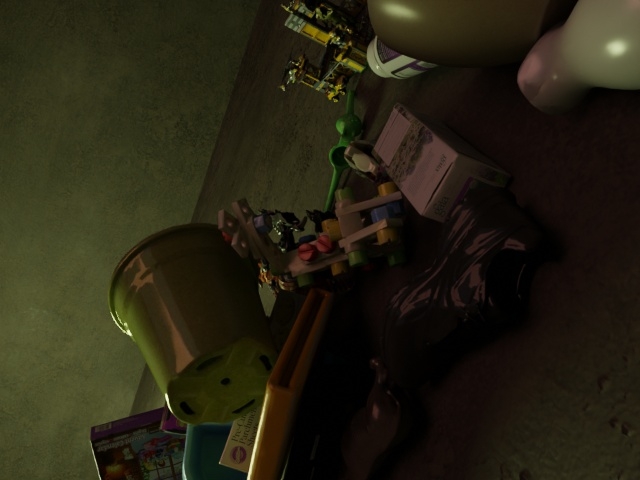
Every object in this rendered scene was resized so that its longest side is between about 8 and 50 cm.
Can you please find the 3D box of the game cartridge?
[{"bbox_3d":[-0.057,0.278,0.910,0.285,0.052,0.324,-62,-11,-65],"label":"game cartridge"}]

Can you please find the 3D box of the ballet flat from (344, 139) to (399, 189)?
[{"bbox_3d":[0.090,-0.148,1.041,0.077,0.079,0.221,-68,23,13],"label":"ballet flat"}]

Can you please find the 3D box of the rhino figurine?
[{"bbox_3d":[0.064,0.285,0.806,0.106,0.073,0.243,-98,25,-53],"label":"rhino figurine"}]

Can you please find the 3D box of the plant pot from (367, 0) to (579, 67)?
[{"bbox_3d":[0.222,-0.328,0.680,0.191,0.284,0.284,39,115,28],"label":"plant pot"}]

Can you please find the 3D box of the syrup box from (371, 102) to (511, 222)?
[{"bbox_3d":[0.165,-0.113,0.821,0.093,0.096,0.237,-64,25,22],"label":"syrup box"}]

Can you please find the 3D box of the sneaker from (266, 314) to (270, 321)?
[{"bbox_3d":[-0.086,0.230,1.182,0.234,0.078,0.106,24,94,65],"label":"sneaker"}]

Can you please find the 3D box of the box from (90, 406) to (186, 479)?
[{"bbox_3d":[-0.320,0.459,1.211,0.057,0.293,0.201,-147,47,-67],"label":"box"}]

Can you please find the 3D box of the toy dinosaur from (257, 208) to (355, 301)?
[{"bbox_3d":[-0.035,0.049,1.157,0.321,0.164,0.219,10,99,33],"label":"toy dinosaur"}]

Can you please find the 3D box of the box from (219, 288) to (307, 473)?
[{"bbox_3d":[-0.093,0.248,1.018,0.063,0.067,0.324,91,-163,-67],"label":"box"}]

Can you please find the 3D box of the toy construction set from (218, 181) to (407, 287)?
[{"bbox_3d":[0.000,0.000,0.920,0.327,0.215,0.151,-3,83,25],"label":"toy construction set"}]

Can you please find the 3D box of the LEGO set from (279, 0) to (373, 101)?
[{"bbox_3d":[0.006,-0.514,1.323,0.255,0.192,0.332,-17,56,64],"label":"LEGO set"}]

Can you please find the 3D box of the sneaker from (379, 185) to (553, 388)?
[{"bbox_3d":[0.168,0.079,0.680,0.287,0.108,0.130,-66,30,22],"label":"sneaker"}]

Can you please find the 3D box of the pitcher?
[{"bbox_3d":[0.312,-0.227,0.556,0.178,0.125,0.207,-60,10,-8],"label":"pitcher"}]

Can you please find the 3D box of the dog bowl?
[{"bbox_3d":[-0.173,0.345,1.051,0.074,0.165,0.298,98,175,-67],"label":"dog bowl"}]

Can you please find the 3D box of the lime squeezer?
[{"bbox_3d":[0.043,-0.204,1.219,0.110,0.058,0.311,-14,63,64],"label":"lime squeezer"}]

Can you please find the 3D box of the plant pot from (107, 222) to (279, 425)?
[{"bbox_3d":[-0.192,0.154,0.941,0.254,0.275,0.276,53,124,45],"label":"plant pot"}]

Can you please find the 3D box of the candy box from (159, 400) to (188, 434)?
[{"bbox_3d":[-0.197,0.331,1.163,0.071,0.233,0.159,140,142,-60],"label":"candy box"}]

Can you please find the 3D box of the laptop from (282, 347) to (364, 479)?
[{"bbox_3d":[-0.025,0.298,0.917,0.136,0.264,0.235,11,84,31],"label":"laptop"}]

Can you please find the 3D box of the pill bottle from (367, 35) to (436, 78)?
[{"bbox_3d":[0.160,-0.345,0.980,0.193,0.108,0.108,7,80,67],"label":"pill bottle"}]
